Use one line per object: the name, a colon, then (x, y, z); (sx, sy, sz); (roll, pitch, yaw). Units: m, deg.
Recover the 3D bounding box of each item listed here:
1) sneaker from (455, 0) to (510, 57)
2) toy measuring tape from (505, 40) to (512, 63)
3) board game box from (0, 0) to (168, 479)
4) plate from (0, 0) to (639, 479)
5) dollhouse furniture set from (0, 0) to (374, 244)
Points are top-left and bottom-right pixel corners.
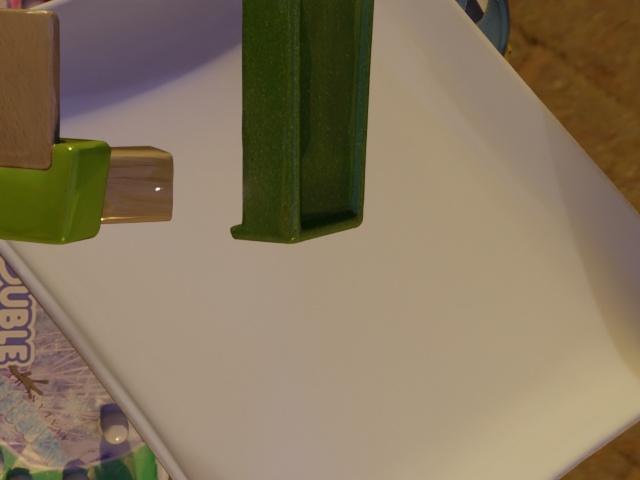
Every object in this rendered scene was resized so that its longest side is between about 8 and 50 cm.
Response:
sneaker: (0.056, -0.130, 0.905); (0.059, 0.053, 0.144); (-20, 117, -37)
toy measuring tape: (0.045, -0.242, 1.177); (0.121, 0.121, 0.330); (-19, 80, -22)
board game box: (-0.259, 0.029, 0.921); (0.390, 0.050, 0.390); (0, 111, -13)
plate: (0.000, 0.000, 0.771); (0.278, 0.045, 0.277); (-30, 76, -40)
dollhouse furniture set: (-0.065, -0.035, 0.431); (0.076, 0.152, 0.058); (-14, 106, -60)
